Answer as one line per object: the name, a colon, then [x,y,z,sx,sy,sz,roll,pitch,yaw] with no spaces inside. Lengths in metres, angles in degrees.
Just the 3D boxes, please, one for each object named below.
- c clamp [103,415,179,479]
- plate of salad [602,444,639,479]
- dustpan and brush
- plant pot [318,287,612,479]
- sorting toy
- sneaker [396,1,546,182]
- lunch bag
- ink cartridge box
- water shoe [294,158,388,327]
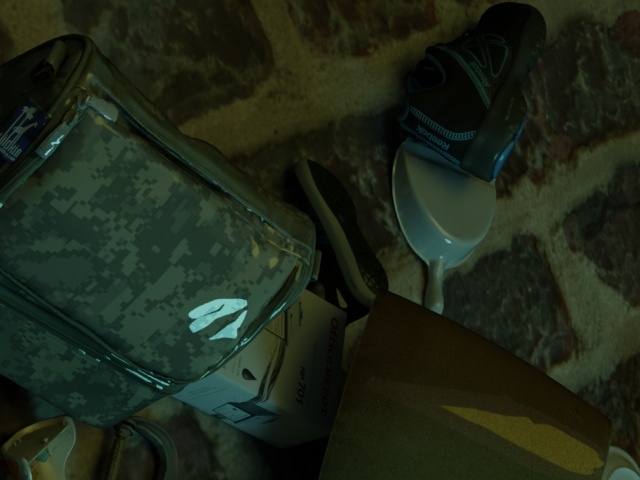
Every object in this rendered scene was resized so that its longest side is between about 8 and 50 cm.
c clamp: [-0.174,0.220,1.469,0.137,0.022,0.161,49,41,-36]
plate of salad: [0.363,0.352,2.034,0.200,0.048,0.200,25,57,-46]
dustpan and brush: [0.140,0.000,1.927,0.147,0.060,0.211,19,53,-30]
plant pot: [0.143,0.196,1.607,0.254,0.237,0.237,17,50,6]
sorting toy: [-0.238,0.199,1.400,0.083,0.044,0.075,-45,125,-62]
sneaker: [0.184,-0.210,2.003,0.139,0.125,0.341,24,34,-3]
lunch bag: [-0.182,-0.015,1.363,0.305,0.256,0.213,38,38,-32]
ink cartridge box: [-0.069,0.102,1.607,0.190,0.082,0.140,30,53,-37]
water shoe: [0.000,0.000,1.744,0.073,0.080,0.203,26,31,-45]
